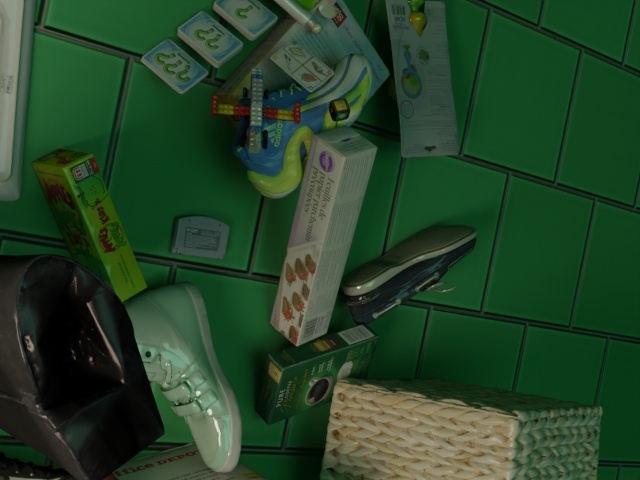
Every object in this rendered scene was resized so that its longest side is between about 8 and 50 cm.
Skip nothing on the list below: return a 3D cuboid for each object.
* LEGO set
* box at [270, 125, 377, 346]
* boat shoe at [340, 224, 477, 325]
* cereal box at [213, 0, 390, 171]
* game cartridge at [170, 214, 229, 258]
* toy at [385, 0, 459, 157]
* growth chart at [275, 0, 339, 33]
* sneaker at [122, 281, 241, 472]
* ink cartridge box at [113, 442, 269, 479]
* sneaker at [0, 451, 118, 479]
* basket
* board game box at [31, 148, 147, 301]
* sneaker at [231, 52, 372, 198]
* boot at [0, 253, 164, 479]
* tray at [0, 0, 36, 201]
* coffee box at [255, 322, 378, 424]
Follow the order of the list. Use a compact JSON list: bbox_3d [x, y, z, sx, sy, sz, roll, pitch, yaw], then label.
[{"bbox_3d":[-0.081,-0.216,1.363,0.244,0.060,0.182,42,63,12],"label":"LEGO set"},{"bbox_3d":[0.000,0.000,1.463,0.067,0.063,0.324,-22,138,-40],"label":"box"},{"bbox_3d":[0.146,0.051,1.658,0.254,0.095,0.079,-29,112,-31],"label":"boat shoe"},{"bbox_3d":[-0.022,-0.220,1.509,0.240,0.047,0.173,-51,123,-22],"label":"cereal box"},{"bbox_3d":[-0.163,-0.006,1.451,0.083,0.017,0.056,9,95,-40],"label":"game cartridge"},{"bbox_3d":[0.142,-0.245,1.630,0.136,0.056,0.237,-7,95,-44],"label":"toy"},{"bbox_3d":[-0.013,-0.417,1.471,0.172,0.021,0.237,30,74,-22],"label":"growth chart"},{"bbox_3d":[-0.200,0.189,1.370,0.151,0.094,0.256,-11,79,-41],"label":"sneaker"},{"bbox_3d":[-0.155,0.370,1.349,0.201,0.278,0.117,-9,105,-38],"label":"ink cartridge box"},{"bbox_3d":[-0.372,0.290,1.247,0.276,0.097,0.135,-8,90,-19],"label":"sneaker"},{"bbox_3d":[0.206,0.354,1.584,0.328,0.331,0.267,9,86,-53],"label":"basket"},{"bbox_3d":[-0.281,-0.018,1.303,0.043,0.092,0.181,-32,116,-30],"label":"board game box"},{"bbox_3d":[-0.029,-0.177,1.420,0.126,0.091,0.240,43,73,-34],"label":"sneaker"},{"bbox_3d":[-0.369,0.031,1.010,0.146,0.445,0.367,-45,122,-25],"label":"boot"},{"bbox_3d":[-0.397,-0.181,1.224,0.145,0.030,0.270,2,96,-40],"label":"tray"},{"bbox_3d":[-0.005,0.193,1.567,0.184,0.040,0.113,-16,134,-36],"label":"coffee box"}]
